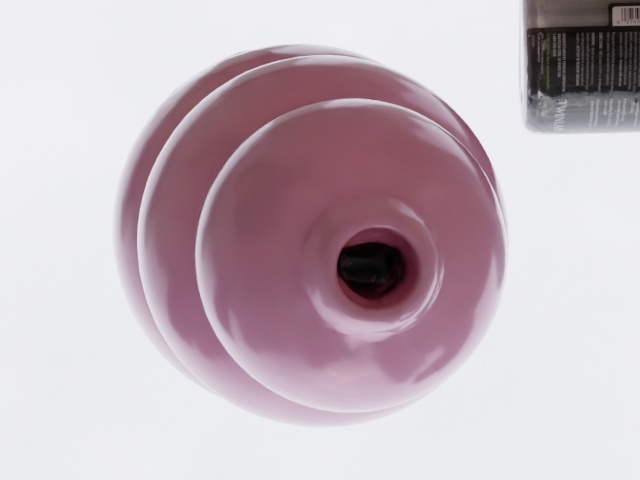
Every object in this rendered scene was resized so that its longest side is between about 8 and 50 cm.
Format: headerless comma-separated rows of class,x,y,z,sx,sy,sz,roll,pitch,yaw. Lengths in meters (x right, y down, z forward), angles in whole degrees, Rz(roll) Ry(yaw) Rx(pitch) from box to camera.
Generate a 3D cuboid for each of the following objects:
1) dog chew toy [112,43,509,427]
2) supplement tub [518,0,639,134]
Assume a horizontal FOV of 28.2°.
dog chew toy,0.000,0.000,0.630,0.206,0.332,0.207,-1,-86,-8
supplement tub,0.223,-0.127,0.812,0.190,0.117,0.117,-1,-116,7
